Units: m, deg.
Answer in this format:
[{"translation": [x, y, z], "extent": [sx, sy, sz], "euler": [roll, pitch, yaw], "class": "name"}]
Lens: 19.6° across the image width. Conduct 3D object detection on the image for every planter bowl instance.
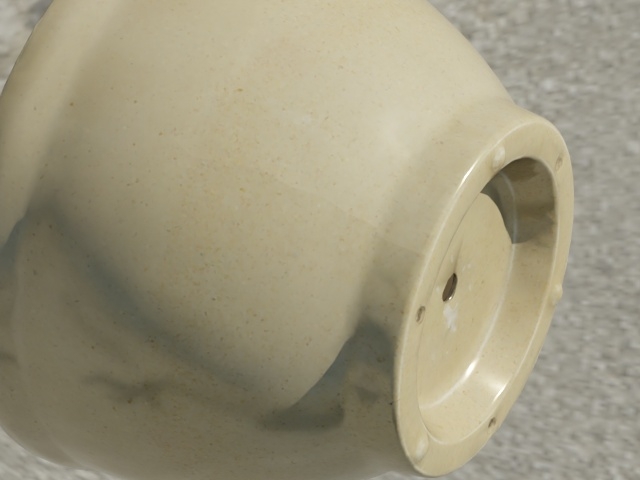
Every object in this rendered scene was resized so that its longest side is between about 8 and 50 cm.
[{"translation": [0.000, 0.000, 0.492], "extent": [0.162, 0.109, 0.162], "euler": [-41, 140, -46], "class": "planter bowl"}]
